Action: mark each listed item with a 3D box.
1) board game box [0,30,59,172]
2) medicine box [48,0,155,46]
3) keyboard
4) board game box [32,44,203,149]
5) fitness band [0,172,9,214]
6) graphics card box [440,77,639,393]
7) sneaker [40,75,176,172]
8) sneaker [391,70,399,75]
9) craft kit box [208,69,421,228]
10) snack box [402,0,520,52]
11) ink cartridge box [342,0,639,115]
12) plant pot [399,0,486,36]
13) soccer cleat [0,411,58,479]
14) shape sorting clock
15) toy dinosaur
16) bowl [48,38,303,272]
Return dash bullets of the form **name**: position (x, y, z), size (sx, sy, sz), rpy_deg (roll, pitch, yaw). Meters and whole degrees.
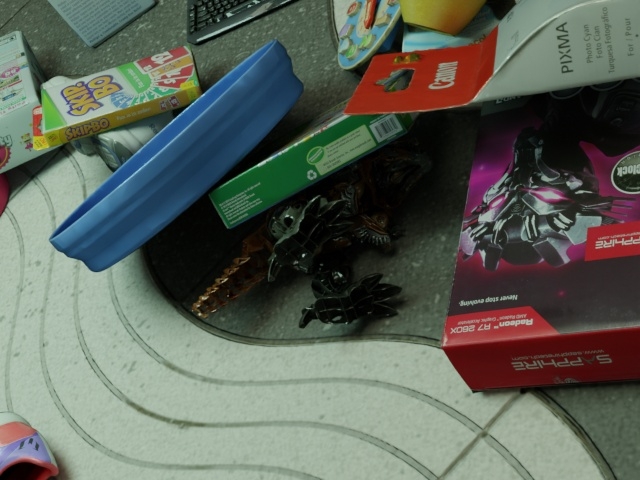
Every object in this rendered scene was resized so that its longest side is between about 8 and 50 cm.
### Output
- **board game box**: position (-0.566, -0.216, 1.950), size (0.224, 0.097, 0.303), rpy_deg (-25, 35, -4)
- **medicine box**: position (-0.448, -0.531, 2.047), size (0.149, 0.289, 0.263), rpy_deg (-34, 41, 6)
- **keyboard**: position (-0.080, -0.440, 1.895), size (0.317, 0.033, 0.201), rpy_deg (-20, 45, 20)
- **board game box**: position (-0.307, -0.212, 1.739), size (0.259, 0.039, 0.124), rpy_deg (-19, 40, 1)
- **fitness band**: position (-0.634, -0.024, 1.921), size (0.291, 0.054, 0.209), rpy_deg (-49, 42, -9)
- **graphics card box**: position (0.270, -0.028, 1.230), size (0.233, 0.094, 0.371), rpy_deg (-9, 49, 31)
- **sneaker**: position (-0.330, -0.195, 1.828), size (0.129, 0.111, 0.297), rpy_deg (-41, 47, -19)
- **sneaker**: position (0.104, -0.204, 1.557), size (0.032, 0.037, 0.083), rpy_deg (7, 75, -1)
- **craft kit box**: position (0.011, -0.123, 1.429), size (0.250, 0.061, 0.246), rpy_deg (-27, 7, 20)
- **snack box**: position (0.263, -0.330, 1.522), size (0.322, 0.060, 0.187), rpy_deg (-16, 46, 25)
- **ink cartridge box**: position (0.224, -0.233, 1.268), size (0.385, 0.091, 0.308), rpy_deg (-6, 19, 12)
- **plant pot**: position (0.150, -0.309, 1.464), size (0.134, 0.134, 0.095), rpy_deg (23, 101, 46)
- **soccer cleat**: position (-0.452, 0.354, 1.421), size (0.116, 0.108, 0.318), rpy_deg (29, 72, 43)
- **shape sorting clock**: position (0.079, -0.328, 1.612), size (0.206, 0.040, 0.206), rpy_deg (-46, 29, 35)
- **toy dinosaur**: position (0.000, 0.000, 1.399), size (0.322, 0.164, 0.218), rpy_deg (-52, 23, 12)
- **bowl**: position (-0.180, -0.105, 1.517), size (0.391, 0.077, 0.391), rpy_deg (-40, 11, 10)
